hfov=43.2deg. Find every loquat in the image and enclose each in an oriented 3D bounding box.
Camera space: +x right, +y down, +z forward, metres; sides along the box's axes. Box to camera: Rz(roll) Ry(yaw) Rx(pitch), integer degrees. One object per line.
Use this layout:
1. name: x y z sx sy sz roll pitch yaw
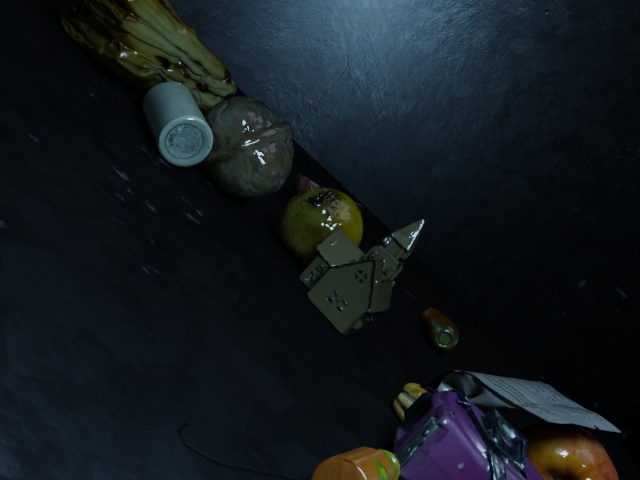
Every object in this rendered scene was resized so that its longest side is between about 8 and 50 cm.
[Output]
1. loquat: 0.001 -0.017 1.658 0.172 0.204 0.149 -2 28 -8

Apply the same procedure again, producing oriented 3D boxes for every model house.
1. model house: 0.095 0.036 1.531 0.176 0.248 0.181 46 9 14

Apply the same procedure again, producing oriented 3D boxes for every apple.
1. apple: 0.366 0.390 1.271 0.209 0.209 0.164 47 -6 14

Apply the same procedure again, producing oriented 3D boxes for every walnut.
1. walnut: -0.152 -0.186 1.631 0.224 0.224 0.224 43 10 -9

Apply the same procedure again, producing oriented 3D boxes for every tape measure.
1. tape measure: 0.209 0.315 1.097 0.231 0.149 0.245 42 9 -2

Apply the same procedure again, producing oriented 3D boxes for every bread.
1. bread: 0.206 0.310 1.363 0.116 0.077 0.200 42 5 40
2. bread: -0.381 -0.425 1.716 0.314 0.191 0.370 39 -3 35

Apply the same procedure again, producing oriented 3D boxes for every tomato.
1. tomato: 0.002 -0.086 2.078 0.199 0.112 0.228 29 1 0

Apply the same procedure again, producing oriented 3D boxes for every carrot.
1. carrot: 0.315 0.232 2.111 0.087 0.087 0.193 43 8 -6

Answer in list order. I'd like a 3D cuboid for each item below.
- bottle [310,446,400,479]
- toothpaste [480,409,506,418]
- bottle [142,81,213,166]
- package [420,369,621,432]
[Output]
1. bottle: 0.049 0.263 0.900 0.069 0.069 0.187 47 10 18
2. toothpaste: 0.343 0.407 1.395 0.296 0.048 0.075 62 7 -13
3. bottle: -0.283 -0.238 1.560 0.104 0.104 0.245 38 12 -35
4. package: 0.311 0.247 1.270 0.204 0.062 0.251 11 -2 -37
